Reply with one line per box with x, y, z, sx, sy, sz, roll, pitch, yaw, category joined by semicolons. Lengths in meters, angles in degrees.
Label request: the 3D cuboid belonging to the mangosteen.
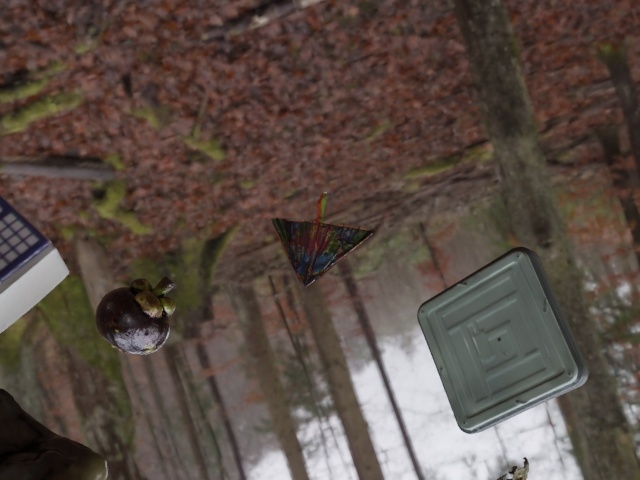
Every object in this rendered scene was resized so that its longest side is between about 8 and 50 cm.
-0.451;0.177;2.062;0.217;0.192;0.192;-57;-175;-5;mangosteen

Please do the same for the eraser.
-0.452;-0.018;1.025;0.124;0.279;0.081;-44;160;-21;eraser

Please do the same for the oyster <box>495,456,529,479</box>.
0.411;0.543;1.788;0.133;0.072;0.209;-47;159;9;oyster

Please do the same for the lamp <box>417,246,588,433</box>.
0.320;0.182;1.494;0.269;0.266;0.047;-36;150;32;lamp

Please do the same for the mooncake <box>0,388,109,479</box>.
-0.487;0.286;1.097;0.394;0.393;0.246;6;-140;40;mooncake

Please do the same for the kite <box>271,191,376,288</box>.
0.000;0.000;1.531;0.241;0.183;0.014;2;169;36;kite
